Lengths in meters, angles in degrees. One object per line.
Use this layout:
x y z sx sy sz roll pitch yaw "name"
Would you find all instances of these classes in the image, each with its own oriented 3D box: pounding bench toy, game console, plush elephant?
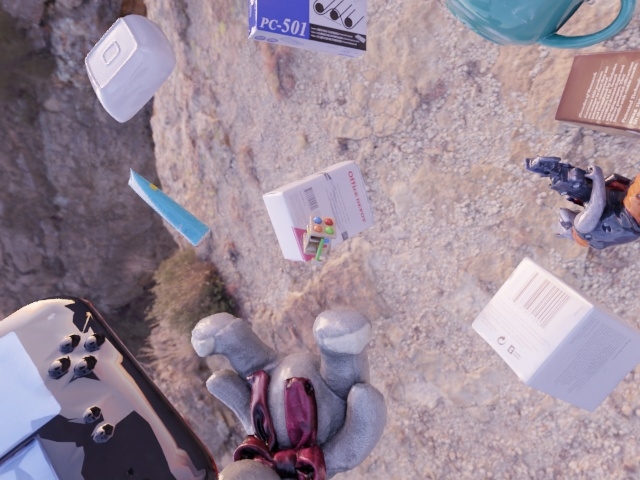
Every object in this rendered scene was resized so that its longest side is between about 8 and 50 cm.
0.000 0.000 0.907 0.065 0.052 0.083 110 163 -45 "pounding bench toy"
-0.330 0.238 0.422 0.341 0.386 0.060 30 147 38 "game console"
-0.051 0.278 0.616 0.271 0.256 0.330 -2 130 27 "plush elephant"

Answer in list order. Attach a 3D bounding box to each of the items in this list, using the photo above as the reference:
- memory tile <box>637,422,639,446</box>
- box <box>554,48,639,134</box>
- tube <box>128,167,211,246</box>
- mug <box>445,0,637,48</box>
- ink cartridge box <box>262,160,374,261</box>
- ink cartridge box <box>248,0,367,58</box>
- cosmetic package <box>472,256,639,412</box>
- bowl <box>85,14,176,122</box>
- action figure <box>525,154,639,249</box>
0.589 0.284 0.775 0.012 0.147 0.113 -120 20 -66 "memory tile"
0.594 -0.230 0.787 0.381 0.190 0.143 -105 26 -69 "box"
-0.337 -0.071 1.039 0.207 0.052 0.080 40 145 -6 "tube"
0.173 -0.226 0.413 0.097 0.129 0.158 -54 39 41 "mug"
0.002 -0.068 1.053 0.092 0.217 0.159 2 115 54 "ink cartridge box"
-0.018 -0.381 0.808 0.046 0.206 0.097 4 94 63 "ink cartridge box"
0.383 0.151 0.763 0.152 0.183 0.151 -56 27 14 "cosmetic package"
-0.294 -0.267 0.713 0.142 0.053 0.142 -40 60 12 "bowl"
0.575 -0.064 0.937 0.330 0.340 0.179 134 150 -74 "action figure"
